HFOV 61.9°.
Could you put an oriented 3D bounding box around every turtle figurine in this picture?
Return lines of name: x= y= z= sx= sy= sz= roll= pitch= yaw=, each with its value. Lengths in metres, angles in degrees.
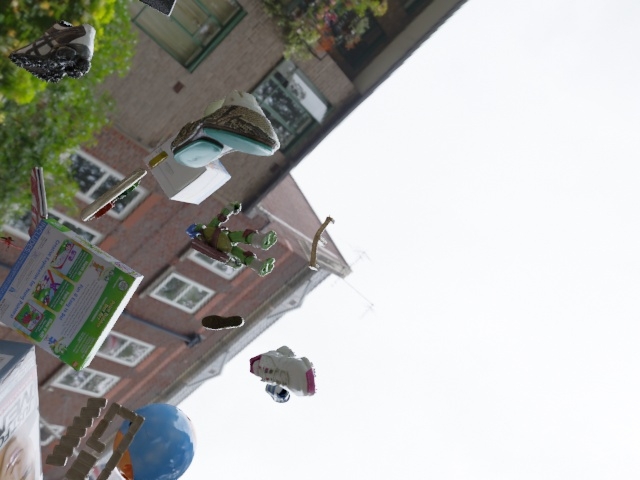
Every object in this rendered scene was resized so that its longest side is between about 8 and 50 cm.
turtle figurine: x=-0.243 y=-0.009 z=1.639 sx=0.266 sy=0.275 sz=0.197 roll=21 pitch=-95 yaw=26

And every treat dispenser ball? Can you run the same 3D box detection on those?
treat dispenser ball: x=-0.585 y=0.728 z=1.899 sx=0.288 sy=0.288 sz=0.288 roll=-20 pitch=-126 yaw=29

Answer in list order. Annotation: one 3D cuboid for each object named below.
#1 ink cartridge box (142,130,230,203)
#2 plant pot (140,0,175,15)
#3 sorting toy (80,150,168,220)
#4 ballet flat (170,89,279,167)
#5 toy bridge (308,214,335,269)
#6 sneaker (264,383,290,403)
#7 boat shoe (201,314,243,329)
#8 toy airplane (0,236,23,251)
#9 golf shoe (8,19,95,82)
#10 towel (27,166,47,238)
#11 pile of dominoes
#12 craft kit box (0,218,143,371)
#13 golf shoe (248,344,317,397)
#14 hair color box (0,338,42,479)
ink cartridge box: x=-0.459 y=-0.249 z=1.862 sx=0.168 sy=0.233 sz=0.171 roll=-36 pitch=-96 yaw=8
plant pot: x=-0.456 y=-0.728 z=1.372 sx=0.188 sy=0.187 sz=0.167 roll=47 pitch=-71 yaw=14
sorting toy: x=-0.553 y=-0.154 z=1.538 sx=0.307 sy=0.041 sz=0.229 roll=-42 pitch=-165 yaw=-16
ballet flat: x=-0.261 y=-0.312 z=1.448 sx=0.483 sy=0.164 sz=0.181 roll=2 pitch=-108 yaw=52
toy bridge: x=0.000 y=0.000 z=1.745 sx=0.026 sy=0.063 sz=0.188 roll=12 pitch=-105 yaw=28
sneaker: x=-0.123 y=0.483 z=1.685 sx=0.059 sy=0.144 sz=0.053 roll=4 pitch=-118 yaw=26
boat shoe: x=-0.362 y=0.305 z=1.982 sx=0.153 sy=0.048 sz=0.056 roll=-5 pitch=-110 yaw=-3
toy airplane: x=-0.998 y=0.006 z=1.704 sx=0.151 sy=0.151 sz=0.028 roll=24 pitch=-97 yaw=44
golf shoe: x=-0.467 y=-0.337 z=0.947 sx=0.198 sy=0.077 sz=0.093 roll=8 pitch=-107 yaw=28
towel: x=-0.927 y=-0.047 z=1.750 sx=0.329 sy=0.037 sz=0.237 roll=-60 pitch=-136 yaw=41
pile of dominoes: x=-0.695 y=0.623 z=1.660 sx=0.196 sy=0.040 sz=0.251 roll=28 pitch=-112 yaw=6
craft kit box: x=-0.567 y=0.119 z=1.189 sx=0.247 sy=0.061 sz=0.249 roll=33 pitch=-87 yaw=3
golf shoe: x=-0.107 y=0.371 z=1.476 sx=0.306 sy=0.140 sz=0.115 roll=177 pitch=-90 yaw=-68
hair color box: x=-0.626 y=0.393 z=1.001 sx=0.185 sy=0.114 sz=0.374 roll=-84 pitch=-177 yaw=-68
